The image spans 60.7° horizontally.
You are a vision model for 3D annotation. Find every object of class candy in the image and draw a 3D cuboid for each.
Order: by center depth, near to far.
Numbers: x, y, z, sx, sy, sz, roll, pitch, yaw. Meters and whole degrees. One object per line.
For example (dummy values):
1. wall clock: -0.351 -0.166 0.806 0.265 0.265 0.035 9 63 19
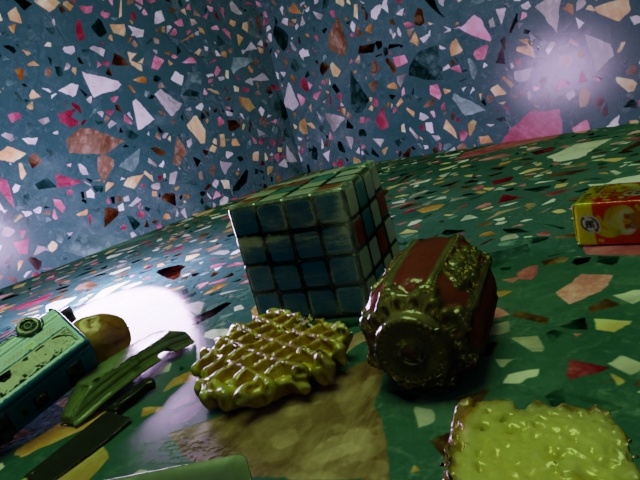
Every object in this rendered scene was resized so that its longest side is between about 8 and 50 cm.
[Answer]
1. candy: 0.632 -0.057 1.013 0.276 0.088 0.146 -1 18 44

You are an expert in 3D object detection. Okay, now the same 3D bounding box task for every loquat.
1. loquat: -0.457 0.208 1.124 0.137 0.137 0.113 -22 49 -24

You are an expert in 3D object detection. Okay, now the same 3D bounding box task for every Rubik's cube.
1. Rubik's cube: 0.000 -0.001 1.145 0.259 0.256 0.253 -9 15 26

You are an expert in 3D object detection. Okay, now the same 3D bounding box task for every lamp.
1. lamp: 0.161 0.093 0.788 0.177 0.177 0.274 -9 17 27

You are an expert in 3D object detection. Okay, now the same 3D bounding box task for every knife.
1. knife: -0.339 0.294 0.865 0.072 0.019 0.245 -3 21 31

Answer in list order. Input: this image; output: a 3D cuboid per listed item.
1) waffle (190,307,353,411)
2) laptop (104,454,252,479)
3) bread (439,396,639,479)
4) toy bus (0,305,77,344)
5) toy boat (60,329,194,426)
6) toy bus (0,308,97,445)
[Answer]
1. waffle: -0.076 0.186 0.899 0.283 0.065 0.309 -15 16 12
2. laptop: -0.174 0.280 0.449 0.269 0.015 0.187 -4 32 -20
3. bread: 0.156 0.213 0.350 0.143 0.139 0.229 -9 15 16
4. toy bus: -0.675 0.258 1.209 0.131 0.106 0.297 -15 14 22
5. toy boat: -0.358 0.238 1.021 0.093 0.055 0.293 -10 14 33
6. toy bus: -0.521 0.243 0.940 0.134 0.113 0.246 31 48 19
